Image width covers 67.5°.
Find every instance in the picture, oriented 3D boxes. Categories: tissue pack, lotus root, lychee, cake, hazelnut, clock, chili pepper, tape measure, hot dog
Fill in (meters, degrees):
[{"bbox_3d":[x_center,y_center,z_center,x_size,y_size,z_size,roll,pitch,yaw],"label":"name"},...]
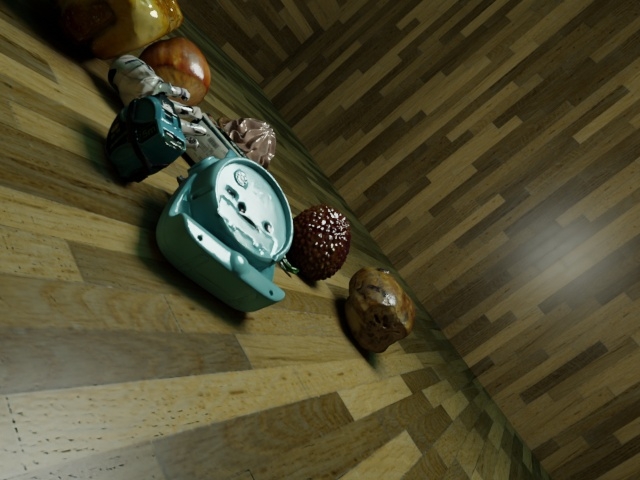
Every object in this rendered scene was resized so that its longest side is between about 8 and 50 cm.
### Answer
[{"bbox_3d":[-0.244,-0.199,1.110,0.170,0.103,0.090,50,7,-7],"label":"tissue pack"},{"bbox_3d":[0.144,0.166,1.278,0.193,0.193,0.291,48,12,-12],"label":"lotus root"},{"bbox_3d":[0.000,0.000,1.246,0.188,0.188,0.188,48,11,-13],"label":"lychee"},{"bbox_3d":[-0.203,-0.251,1.261,0.185,0.178,0.208,41,12,-37],"label":"cake"},{"bbox_3d":[-0.360,-0.397,1.145,0.182,0.182,0.182,48,11,-13],"label":"hazelnut"},{"bbox_3d":[-0.137,-0.038,0.802,0.223,0.094,0.274,42,41,-34],"label":"clock"},{"bbox_3d":[-0.092,0.030,1.151,0.055,0.035,0.118,13,32,-45],"label":"chili pepper"},{"bbox_3d":[-0.287,-0.166,0.778,0.081,0.125,0.146,32,34,-52],"label":"tape measure"},{"bbox_3d":[-0.436,-0.496,1.011,0.405,0.223,0.185,-110,178,-62],"label":"hot dog"}]

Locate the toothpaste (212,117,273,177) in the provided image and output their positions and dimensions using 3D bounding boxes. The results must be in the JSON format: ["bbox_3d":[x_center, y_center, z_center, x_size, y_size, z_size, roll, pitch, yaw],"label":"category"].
[{"bbox_3d":[-0.243,-0.249,1.411,0.266,0.050,0.065,44,16,-30],"label":"toothpaste"}]

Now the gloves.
[{"bbox_3d":[-0.331,-0.266,0.970,0.212,0.127,0.111,48,20,6],"label":"gloves"}]

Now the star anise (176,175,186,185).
[{"bbox_3d":[-0.192,-0.035,0.892,0.182,0.065,0.195,60,5,18],"label":"star anise"}]
